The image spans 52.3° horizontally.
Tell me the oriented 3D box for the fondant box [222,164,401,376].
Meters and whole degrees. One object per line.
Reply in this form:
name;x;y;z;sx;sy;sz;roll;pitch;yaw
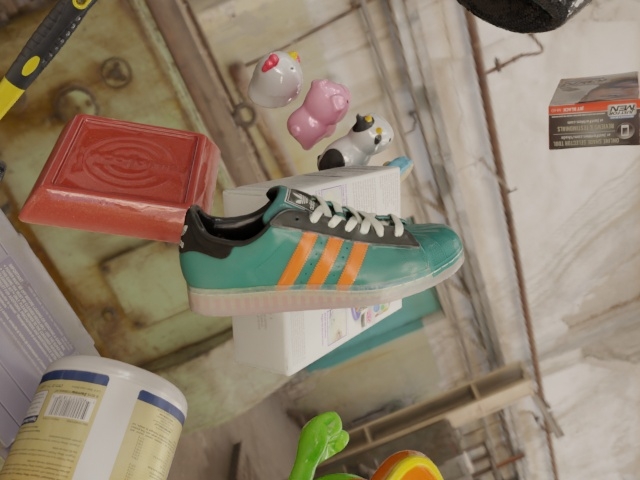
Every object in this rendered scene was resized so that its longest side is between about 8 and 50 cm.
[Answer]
fondant box;0.006;0.024;0.956;0.330;0.096;0.238;-18;110;-53

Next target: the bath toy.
bath toy;0.010;-0.220;1.170;0.348;0.151;0.129;45;-12;10

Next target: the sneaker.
sneaker;0.000;0.000;0.685;0.108;0.302;0.121;-100;-177;-71

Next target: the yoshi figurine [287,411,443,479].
yoshi figurine;0.022;0.294;0.645;0.203;0.362;0.203;30;58;-17

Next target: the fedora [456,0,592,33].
fedora;0.223;-0.356;0.761;0.334;0.152;0.334;38;2;-2

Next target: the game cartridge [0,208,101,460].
game cartridge;-0.509;0.150;1.045;0.230;0.068;0.355;-57;133;-48

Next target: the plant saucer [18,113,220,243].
plant saucer;-0.288;-0.108;0.989;0.259;0.258;0.047;-93;-165;-50

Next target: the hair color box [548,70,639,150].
hair color box;0.318;-0.152;0.752;0.167;0.093;0.053;-47;132;-56

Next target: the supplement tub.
supplement tub;-0.343;0.352;0.945;0.228;0.228;0.316;64;32;-50

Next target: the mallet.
mallet;-0.193;-0.092;0.423;0.062;0.190;0.039;41;21;-39
